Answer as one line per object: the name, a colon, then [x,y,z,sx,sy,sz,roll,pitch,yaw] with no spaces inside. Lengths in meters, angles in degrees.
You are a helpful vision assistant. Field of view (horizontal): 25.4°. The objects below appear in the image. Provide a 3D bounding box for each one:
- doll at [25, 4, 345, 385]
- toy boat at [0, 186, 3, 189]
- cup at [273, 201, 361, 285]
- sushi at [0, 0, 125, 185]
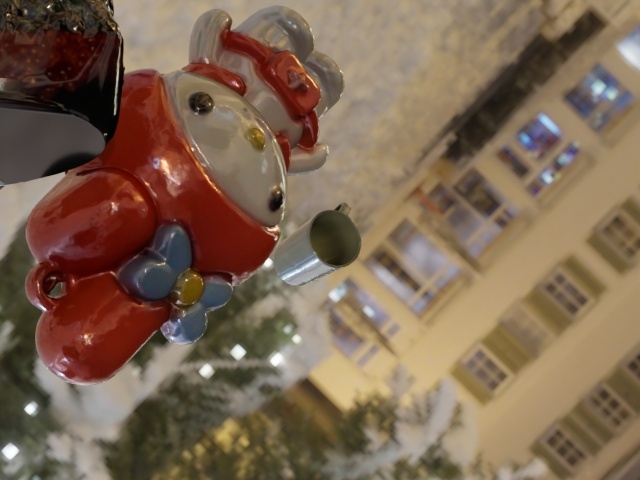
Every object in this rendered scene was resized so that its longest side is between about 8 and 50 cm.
doll: [-0.093,-0.036,0.922,0.130,0.161,0.290,-6,-143,51]
toy boat: [-0.417,-0.089,1.462,0.262,0.114,0.115,-18,151,-29]
cup: [-0.005,0.000,1.324,0.083,0.054,0.074,-31,-128,57]
sushi: [-0.219,-0.103,0.771,0.225,0.126,0.136,-4,155,-6]
